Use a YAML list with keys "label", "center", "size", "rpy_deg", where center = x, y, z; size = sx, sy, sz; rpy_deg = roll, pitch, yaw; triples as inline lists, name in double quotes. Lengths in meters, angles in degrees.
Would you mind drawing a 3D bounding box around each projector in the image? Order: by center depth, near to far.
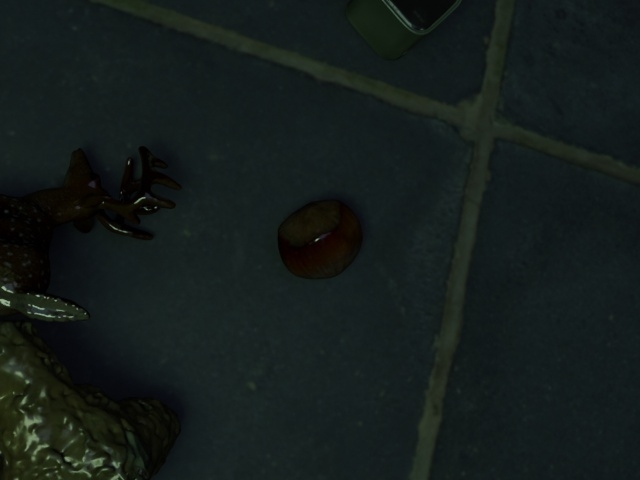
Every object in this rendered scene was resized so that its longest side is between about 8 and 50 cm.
- label: "projector"
  center: [0.087, -0.249, 1.071]
  size: [0.083, 0.082, 0.083]
  rpy_deg: [-44, 95, -20]

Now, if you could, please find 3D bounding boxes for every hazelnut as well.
- label: "hazelnut"
  center: [0.000, 0.000, 1.004]
  size: [0.086, 0.086, 0.086]
  rpy_deg: [3, 79, -18]

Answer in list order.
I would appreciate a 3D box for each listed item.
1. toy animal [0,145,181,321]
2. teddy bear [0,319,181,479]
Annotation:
- label: "toy animal"
  center: [-0.247, -0.002, 0.861]
  size: [0.260, 0.087, 0.243]
  rpy_deg: [10, 37, -19]
- label: "teddy bear"
  center: [-0.244, 0.220, 0.821]
  size: [0.256, 0.156, 0.267]
  rpy_deg: [-46, 137, 4]
